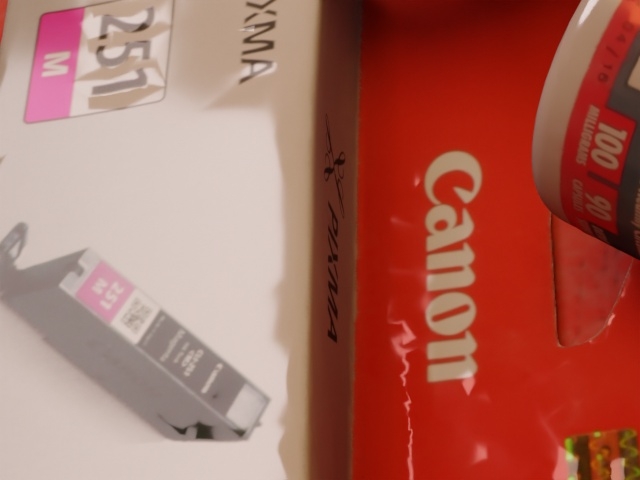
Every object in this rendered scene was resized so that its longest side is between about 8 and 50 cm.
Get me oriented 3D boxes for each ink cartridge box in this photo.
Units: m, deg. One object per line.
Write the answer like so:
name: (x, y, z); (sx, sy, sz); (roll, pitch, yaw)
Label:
ink cartridge box: (0.000, 0.000, 0.603); (0.239, 0.060, 0.275); (-10, 53, 15)

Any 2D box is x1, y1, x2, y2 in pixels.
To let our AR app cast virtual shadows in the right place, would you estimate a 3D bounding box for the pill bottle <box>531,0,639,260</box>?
pill bottle: (0.162, -0.018, 0.518); (0.180, 0.108, 0.108); (29, 69, 28)
